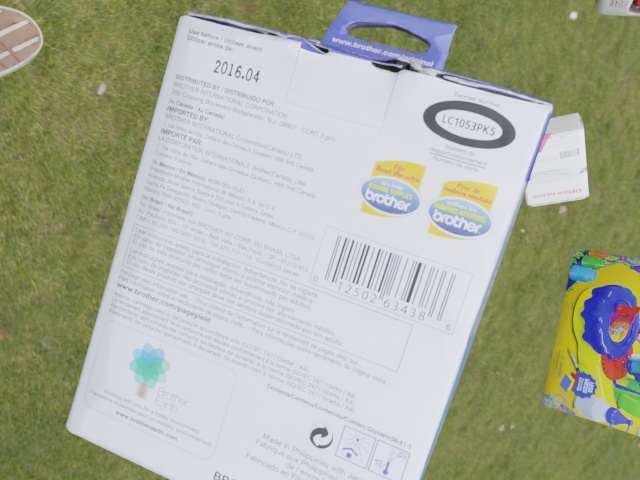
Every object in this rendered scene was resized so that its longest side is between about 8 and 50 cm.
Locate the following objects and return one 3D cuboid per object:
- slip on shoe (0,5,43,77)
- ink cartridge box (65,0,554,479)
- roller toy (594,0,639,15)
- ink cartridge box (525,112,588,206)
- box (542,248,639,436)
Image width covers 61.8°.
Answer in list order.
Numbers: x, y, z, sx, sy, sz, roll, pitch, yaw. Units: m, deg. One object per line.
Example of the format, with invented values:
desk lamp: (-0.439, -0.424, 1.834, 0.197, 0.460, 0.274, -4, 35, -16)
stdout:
slip on shoe: (-0.271, -0.130, 0.385, 0.135, 0.041, 0.051, -35, 119, -19)
ink cartridge box: (0.000, 0.000, 0.426, 0.151, 0.270, 0.395, -11, 119, -75)
roller toy: (0.728, -0.630, 1.252, 0.209, 0.146, 0.191, -49, 146, -60)
ink cartridge box: (0.610, -0.207, 1.409, 0.092, 0.158, 0.218, -72, 146, -46)
box: (0.582, 0.186, 0.942, 0.177, 0.279, 0.290, 14, 87, -52)
